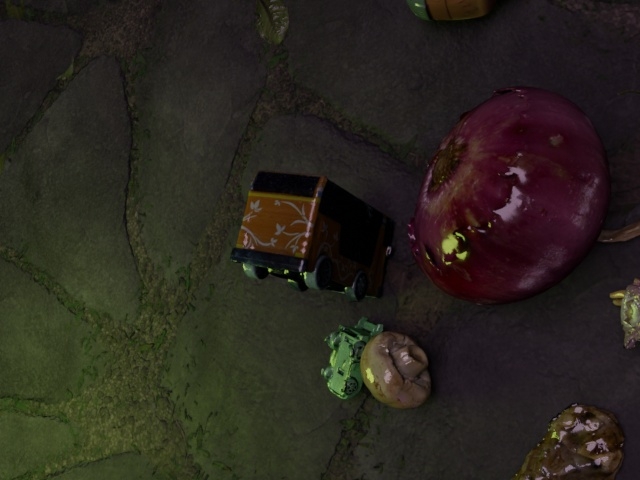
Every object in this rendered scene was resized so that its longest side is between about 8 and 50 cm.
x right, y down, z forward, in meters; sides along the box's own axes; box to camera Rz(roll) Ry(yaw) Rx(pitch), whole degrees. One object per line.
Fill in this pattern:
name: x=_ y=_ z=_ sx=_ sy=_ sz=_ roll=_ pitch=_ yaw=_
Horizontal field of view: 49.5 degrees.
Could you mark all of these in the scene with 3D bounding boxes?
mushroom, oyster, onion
mushroom: x=0.139 y=0.234 z=1.252 sx=0.112 sy=0.148 sz=0.148 roll=-50 pitch=61 yaw=30
oyster: x=0.372 y=0.420 z=1.127 sx=0.129 sy=0.078 sz=0.345 roll=34 pitch=94 yaw=21
onion: x=0.309 y=-0.050 z=1.128 sx=0.358 sy=0.358 sz=0.345 roll=-34 pitch=108 yaw=18

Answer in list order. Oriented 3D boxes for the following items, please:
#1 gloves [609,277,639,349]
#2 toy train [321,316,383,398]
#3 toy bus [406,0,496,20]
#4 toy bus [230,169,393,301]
gloves: x=0.536 y=0.112 z=1.087 sx=0.144 sy=0.094 sz=0.110 roll=-7 pitch=88 yaw=19
toy train: x=0.061 y=0.224 z=1.327 sx=0.099 sy=0.081 sz=0.149 roll=16 pitch=98 yaw=56
toy bus: x=0.269 y=-0.560 z=1.314 sx=0.232 sy=0.194 sz=0.287 roll=14 pitch=86 yaw=22
toy bus: x=0.000 y=0.000 z=1.264 sx=0.162 sy=0.323 sz=0.194 roll=7 pitch=82 yaw=30
